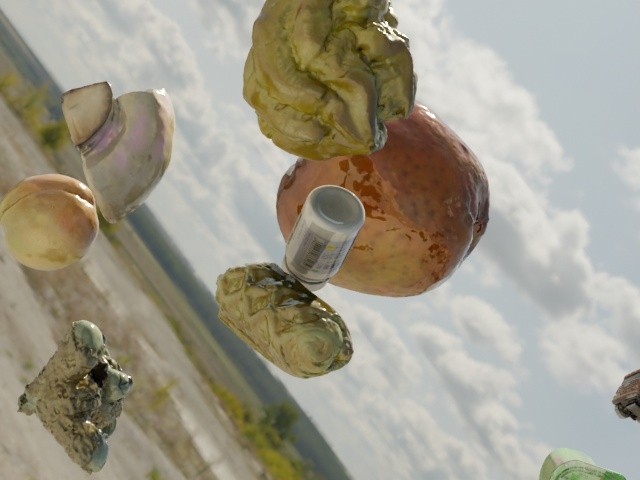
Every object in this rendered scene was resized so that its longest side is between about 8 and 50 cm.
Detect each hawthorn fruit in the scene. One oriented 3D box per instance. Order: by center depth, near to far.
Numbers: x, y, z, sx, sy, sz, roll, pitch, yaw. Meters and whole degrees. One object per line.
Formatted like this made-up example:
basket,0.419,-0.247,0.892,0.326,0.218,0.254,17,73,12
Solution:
hawthorn fruit,0.142,-0.084,2.272,0.471,0.472,0.472,52,-7,9

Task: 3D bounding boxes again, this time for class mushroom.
mushroom,-0.286,-0.136,1.605,0.236,0.162,0.173,79,-12,-73

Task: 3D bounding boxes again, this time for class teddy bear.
teddy bear,-0.426,0.279,1.883,0.256,0.156,0.267,17,69,-75

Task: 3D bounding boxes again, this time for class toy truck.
toy truck,0.605,0.301,1.806,0.192,0.092,0.083,37,-36,-6

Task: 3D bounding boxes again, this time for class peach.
peach,-0.496,-0.036,1.915,0.184,0.184,0.184,52,-7,9

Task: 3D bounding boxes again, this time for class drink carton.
drink carton,0.486,0.475,2.002,0.144,0.146,0.142,19,9,-3

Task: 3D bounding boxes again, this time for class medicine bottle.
medicine bottle,0.000,0.000,1.757,0.102,0.103,0.186,51,-38,20

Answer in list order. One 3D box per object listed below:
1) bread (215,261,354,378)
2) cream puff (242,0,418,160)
bread,-0.056,0.129,1.660,0.152,0.129,0.268,19,9,-43
cream puff,0.043,-0.285,1.691,0.257,0.324,0.291,32,-42,20
